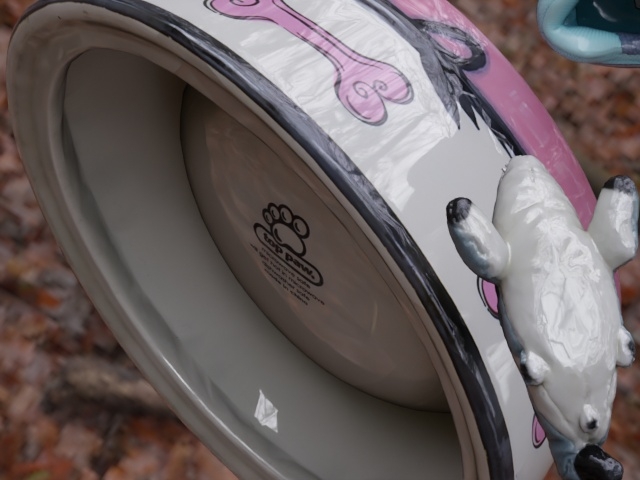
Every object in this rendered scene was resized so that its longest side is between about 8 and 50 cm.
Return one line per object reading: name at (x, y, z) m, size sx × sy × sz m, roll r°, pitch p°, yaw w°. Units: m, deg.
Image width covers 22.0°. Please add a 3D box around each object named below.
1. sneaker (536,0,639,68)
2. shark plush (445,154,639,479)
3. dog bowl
sneaker at (0.237, -0.136, 0.809) m, size 0.122 × 0.283 × 0.110 m, roll -32°, pitch 103°, yaw -55°
shark plush at (0.101, 0.041, 0.649) m, size 0.067 × 0.073 × 0.161 m, roll 104°, pitch -34°, yaw -79°
dog bowl at (0.000, 0.000, 0.973) m, size 0.150 × 0.408 × 0.408 m, roll -38°, pitch 70°, yaw -25°
